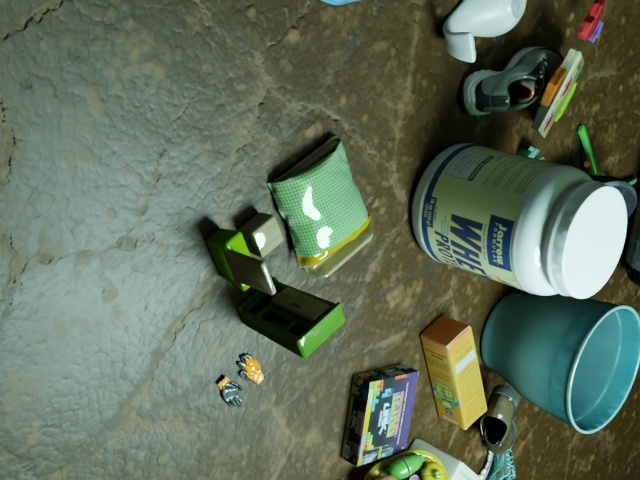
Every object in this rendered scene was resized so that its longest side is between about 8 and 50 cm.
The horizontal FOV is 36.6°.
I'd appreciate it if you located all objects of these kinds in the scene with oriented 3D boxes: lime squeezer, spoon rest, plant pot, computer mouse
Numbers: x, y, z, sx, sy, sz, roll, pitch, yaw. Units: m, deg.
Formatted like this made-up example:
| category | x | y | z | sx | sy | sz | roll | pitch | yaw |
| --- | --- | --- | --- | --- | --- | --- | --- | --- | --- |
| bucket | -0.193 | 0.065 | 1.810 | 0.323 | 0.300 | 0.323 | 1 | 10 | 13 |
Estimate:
| category | x | y | z | sx | sy | sz | roll | pitch | yaw |
| --- | --- | --- | --- | --- | --- | --- | --- | --- | --- |
| lime squeezer | 0.644 | -0.147 | 2.207 | 0.310 | 0.059 | 0.110 | 27 | 55 | -45 |
| spoon rest | 0.294 | -0.408 | 1.739 | 0.276 | 0.084 | 0.137 | -47 | 135 | -41 |
| plant pot | 0.490 | 0.230 | 2.029 | 0.272 | 0.255 | 0.271 | -17 | 116 | -40 |
| computer mouse | 0.535 | -0.089 | 2.044 | 0.272 | 0.072 | 0.188 | -1 | 120 | -16 |

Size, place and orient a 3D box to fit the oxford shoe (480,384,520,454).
| category | x | y | z | sx | sy | sz | roll | pitch | yaw |
| --- | --- | --- | --- | --- | --- | --- | --- | --- | --- |
| oxford shoe | 0.371 | 0.405 | 2.076 | 0.096 | 0.083 | 0.227 | -57 | 152 | -32 |

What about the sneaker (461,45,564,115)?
| category | x | y | z | sx | sy | sz | roll | pitch | yaw |
| --- | --- | --- | --- | --- | --- | --- | --- | --- | --- |
| sneaker | 0.387 | -0.296 | 1.840 | 0.271 | 0.108 | 0.100 | -30 | 122 | -37 |

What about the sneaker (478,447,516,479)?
| category | x | y | z | sx | sy | sz | roll | pitch | yaw |
| --- | --- | --- | --- | --- | --- | --- | --- | --- | --- |
| sneaker | 0.413 | 0.505 | 2.184 | 0.065 | 0.076 | 0.166 | 19 | 90 | -48 |

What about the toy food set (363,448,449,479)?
| category | x | y | z | sx | sy | sz | roll | pitch | yaw |
| --- | --- | --- | --- | --- | --- | --- | --- | --- | --- |
| toy food set | 0.153 | 0.475 | 1.827 | 0.218 | 0.071 | 0.128 | -18 | 85 | -18 |

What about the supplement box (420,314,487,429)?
| category | x | y | z | sx | sy | sz | roll | pitch | yaw |
| --- | --- | --- | --- | --- | --- | --- | --- | --- | --- |
| supplement box | 0.270 | 0.268 | 1.951 | 0.080 | 0.078 | 0.233 | -39 | 128 | -29 |

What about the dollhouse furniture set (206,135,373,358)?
| category | x | y | z | sx | sy | sz | roll | pitch | yaw |
| --- | --- | --- | --- | --- | --- | --- | --- | --- | --- |
| dollhouse furniture set | 0.000 | 0.000 | 1.523 | 0.301 | 0.151 | 0.197 | -40 | 130 | -28 |

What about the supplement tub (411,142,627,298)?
| category | x | y | z | sx | sy | sz | roll | pitch | yaw |
| --- | --- | --- | --- | --- | --- | --- | --- | --- | --- |
| supplement tub | 0.354 | -0.036 | 1.741 | 0.235 | 0.325 | 0.235 | -18 | 116 | -40 |

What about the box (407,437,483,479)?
| category | x | y | z | sx | sy | sz | roll | pitch | yaw |
| --- | --- | --- | --- | --- | --- | --- | --- | --- | --- |
| box | 0.213 | 0.546 | 1.959 | 0.232 | 0.127 | 0.148 | -58 | 136 | -12 |

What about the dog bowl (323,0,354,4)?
| category | x | y | z | sx | sy | sz | roll | pitch | yaw |
| --- | --- | --- | --- | --- | --- | --- | --- | --- | --- |
| dog bowl | 0.081 | -0.499 | 1.479 | 0.166 | 0.074 | 0.297 | 32 | 82 | -47 |

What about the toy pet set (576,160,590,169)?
| category | x | y | z | sx | sy | sz | roll | pitch | yaw |
| --- | --- | --- | --- | --- | --- | --- | --- | --- | --- |
| toy pet set | 0.591 | -0.100 | 2.141 | 0.122 | 0.065 | 0.114 | 32 | 86 | -12 |

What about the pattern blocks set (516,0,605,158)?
| category | x | y | z | sx | sy | sz | roll | pitch | yaw |
| --- | --- | --- | --- | --- | --- | --- | --- | --- | --- |
| pattern blocks set | 0.465 | -0.292 | 1.894 | 0.325 | 0.026 | 0.285 | -62 | 164 | 0 |

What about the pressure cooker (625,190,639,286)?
| category | x | y | z | sx | sy | sz | roll | pitch | yaw |
| --- | --- | --- | --- | --- | --- | --- | --- | --- | --- |
| pressure cooker | 0.937 | -0.073 | 2.290 | 0.375 | 0.370 | 0.420 | -1 | 105 | -35 |

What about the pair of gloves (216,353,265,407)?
| category | x | y | z | sx | sy | sz | roll | pitch | yaw |
| --- | --- | --- | --- | --- | --- | --- | --- | --- | --- |
| pair of gloves | -0.129 | 0.229 | 1.582 | 0.083 | 0.010 | 0.074 | -47 | 133 | -22 |

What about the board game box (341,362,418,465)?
| category | x | y | z | sx | sy | sz | roll | pitch | yaw |
| --- | --- | --- | --- | --- | --- | --- | --- | --- | --- |
| board game box | 0.113 | 0.329 | 1.837 | 0.141 | 0.048 | 0.170 | -5 | 108 | -43 |
